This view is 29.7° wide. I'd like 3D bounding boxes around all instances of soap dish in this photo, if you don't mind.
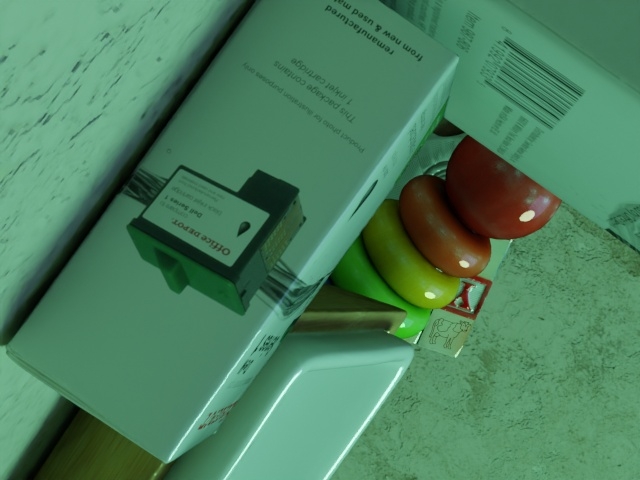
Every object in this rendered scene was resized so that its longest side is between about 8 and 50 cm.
[{"bbox_3d":[-0.081,0.147,0.828,0.291,0.118,0.229,-55,158,13],"label":"soap dish"}]

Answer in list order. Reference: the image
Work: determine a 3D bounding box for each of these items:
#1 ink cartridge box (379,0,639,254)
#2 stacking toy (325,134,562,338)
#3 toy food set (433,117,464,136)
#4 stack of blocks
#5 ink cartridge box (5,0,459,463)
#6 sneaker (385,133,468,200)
[{"bbox_3d":[0.207,-0.085,0.617,0.166,0.395,0.285,-54,176,-2],"label":"ink cartridge box"},{"bbox_3d":[0.050,0.022,0.951,0.330,0.141,0.141,-40,-179,22],"label":"stacking toy"},{"bbox_3d":[0.094,-0.108,0.945,0.128,0.071,0.218,-38,171,26],"label":"toy food set"},{"bbox_3d":[0.111,-0.027,1.246,0.297,0.087,0.171,-100,-149,-68],"label":"stack of blocks"},{"bbox_3d":[-0.035,-0.010,0.588,0.219,0.092,0.160,-55,175,-1],"label":"ink cartridge box"},{"bbox_3d":[0.062,-0.045,1.069,0.216,0.079,0.121,-17,-175,6],"label":"sneaker"}]
